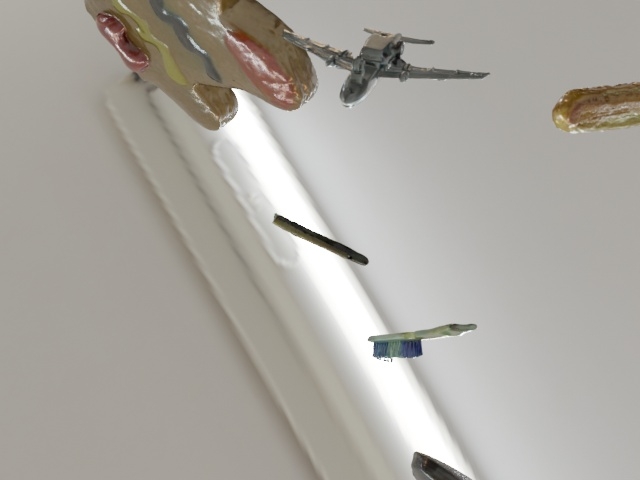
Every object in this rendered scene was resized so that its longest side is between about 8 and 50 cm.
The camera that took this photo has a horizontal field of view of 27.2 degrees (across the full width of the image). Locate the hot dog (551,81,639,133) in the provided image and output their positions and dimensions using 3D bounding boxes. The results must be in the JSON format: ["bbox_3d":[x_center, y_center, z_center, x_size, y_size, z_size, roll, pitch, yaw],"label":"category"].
[{"bbox_3d":[0.369,-0.167,1.621,0.215,0.066,0.047,-11,-136,-27],"label":"hot dog"}]

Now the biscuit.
[{"bbox_3d":[-0.186,-0.283,1.751,0.076,0.394,0.368,-48,-61,-22],"label":"biscuit"}]

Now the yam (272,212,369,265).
[{"bbox_3d":[0.000,0.000,1.325,0.107,0.014,0.014,26,-123,-1],"label":"yam"}]

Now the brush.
[{"bbox_3d":[0.092,0.096,1.247,0.033,0.178,0.030,8,-100,-22],"label":"brush"}]

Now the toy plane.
[{"bbox_3d":[0.056,-0.180,1.349,0.226,0.058,0.226,14,-161,12],"label":"toy plane"}]

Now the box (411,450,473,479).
[{"bbox_3d":[0.173,0.279,1.296,0.201,0.212,0.042,33,-99,14],"label":"box"}]
